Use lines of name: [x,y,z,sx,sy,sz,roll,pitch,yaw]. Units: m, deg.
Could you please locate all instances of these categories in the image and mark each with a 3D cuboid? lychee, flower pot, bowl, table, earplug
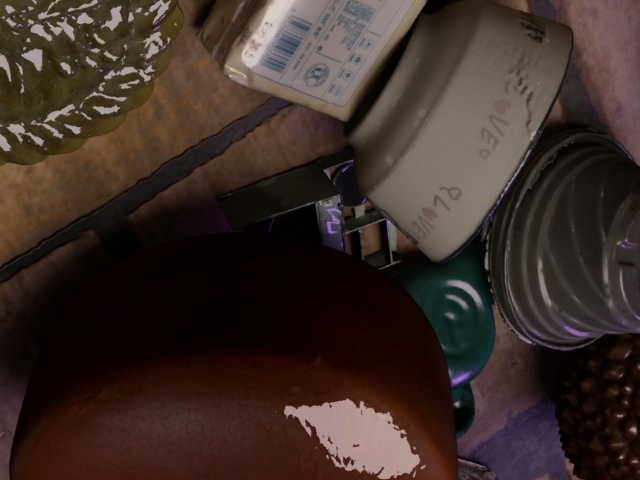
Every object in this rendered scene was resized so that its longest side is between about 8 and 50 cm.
lychee: [0.375,0.179,1.697,0.267,0.267,0.267,-16,132,-19]
flower pot: [0.285,0.006,1.519,0.235,0.140,0.236,-8,103,-40]
bowl: [0.105,-0.113,1.331,0.126,0.238,0.238,30,109,-9]
table: [0.000,0.000,1.452,0.175,0.062,0.146,-20,132,-13]
earplug: [0.105,0.122,1.578,0.280,0.164,0.257,-45,173,24]

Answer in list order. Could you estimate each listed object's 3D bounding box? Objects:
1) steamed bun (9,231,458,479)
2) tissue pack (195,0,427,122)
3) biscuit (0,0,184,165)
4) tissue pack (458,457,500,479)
steamed bun: [-0.069,0.133,1.331,0.379,0.235,0.248,4,124,1]
tissue pack: [0.010,-0.212,1.265,0.148,0.092,0.196,18,116,-39]
biscuit: [-0.213,-0.145,1.223,0.273,0.036,0.187,-37,135,0]
tissue pack: [0.084,0.370,1.757,0.201,0.124,0.271,23,110,-44]
